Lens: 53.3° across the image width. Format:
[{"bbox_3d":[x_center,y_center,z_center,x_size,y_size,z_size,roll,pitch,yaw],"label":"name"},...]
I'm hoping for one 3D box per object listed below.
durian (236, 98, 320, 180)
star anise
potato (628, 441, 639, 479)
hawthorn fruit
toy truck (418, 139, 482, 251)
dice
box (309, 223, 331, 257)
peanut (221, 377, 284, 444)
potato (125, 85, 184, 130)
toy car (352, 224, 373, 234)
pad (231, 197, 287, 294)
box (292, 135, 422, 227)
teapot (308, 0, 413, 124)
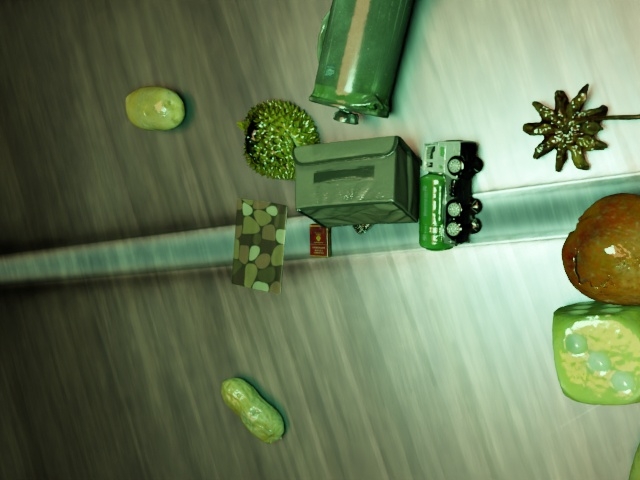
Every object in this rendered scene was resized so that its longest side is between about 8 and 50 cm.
[{"bbox_3d":[-0.129,-0.251,1.553,0.237,0.137,0.194,22,104,25],"label":"durian"},{"bbox_3d":[0.510,-0.238,1.253,0.234,0.073,0.177,-41,80,22],"label":"star anise"},{"bbox_3d":[0.674,0.465,1.201,0.150,0.146,0.234,4,97,-3],"label":"potato"},{"bbox_3d":[0.598,0.025,1.154,0.298,0.211,0.212,13,100,26],"label":"hawthorn fruit"},{"bbox_3d":[0.273,-0.095,1.379,0.124,0.101,0.243,8,101,39],"label":"toy truck"},{"bbox_3d":[0.543,0.209,1.220,0.166,0.169,0.170,-8,91,27],"label":"dice"},{"bbox_3d":[0.000,0.000,1.572,0.051,0.023,0.082,1,95,27],"label":"box"},{"bbox_3d":[-0.179,0.441,1.675,0.214,0.099,0.100,45,113,23],"label":"peanut"},{"bbox_3d":[-0.446,-0.356,1.728,0.178,0.109,0.119,9,85,27],"label":"potato"},{"bbox_3d":[0.117,-0.053,1.503,0.093,0.025,0.041,-37,73,17],"label":"toy car"},{"bbox_3d":[-0.161,0.014,1.670,0.158,0.003,0.235,10,99,27],"label":"pad"},{"bbox_3d":[0.082,-0.122,1.416,0.252,0.188,0.153,-3,77,25],"label":"box"},{"bbox_3d":[0.075,-0.433,1.412,0.270,0.200,0.337,29,111,50],"label":"teapot"}]
